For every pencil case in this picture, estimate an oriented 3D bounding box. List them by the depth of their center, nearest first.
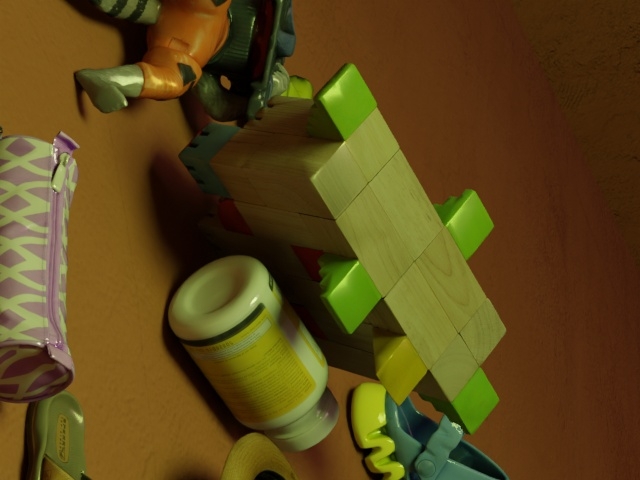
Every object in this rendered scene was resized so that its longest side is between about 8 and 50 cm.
[{"bbox_3d":[-0.216,0.017,1.234,0.086,0.088,0.206,43,35,-49],"label":"pencil case"}]

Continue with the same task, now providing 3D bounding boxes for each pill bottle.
[{"bbox_3d":[-0.056,0.109,1.551,0.184,0.103,0.103,58,23,-32],"label":"pill bottle"}]

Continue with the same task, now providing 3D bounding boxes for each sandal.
[{"bbox_3d":[-0.181,0.186,1.229,0.072,0.049,0.180,46,32,-50],"label":"sandal"},{"bbox_3d":[0.150,0.290,1.870,0.317,0.138,0.126,66,18,-11],"label":"sandal"}]

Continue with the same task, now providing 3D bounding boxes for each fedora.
[{"bbox_3d":[-0.066,0.258,1.421,0.194,0.079,0.194,-16,90,-72],"label":"fedora"}]

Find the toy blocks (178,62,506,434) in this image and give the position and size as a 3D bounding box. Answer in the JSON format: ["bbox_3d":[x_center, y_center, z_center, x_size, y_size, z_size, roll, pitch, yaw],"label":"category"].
[{"bbox_3d":[0.000,0.000,1.599,0.191,0.261,0.381,-49,126,-24],"label":"toy blocks"}]

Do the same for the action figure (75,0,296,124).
[{"bbox_3d":[-0.112,-0.258,1.622,0.330,0.178,0.341,-2,106,-75],"label":"action figure"}]

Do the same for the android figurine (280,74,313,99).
[{"bbox_3d":[-0.017,-0.064,1.885,0.248,0.056,0.273,59,21,-31],"label":"android figurine"}]
